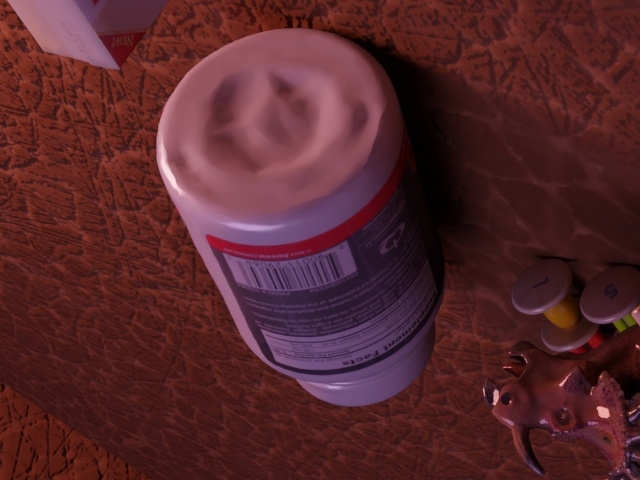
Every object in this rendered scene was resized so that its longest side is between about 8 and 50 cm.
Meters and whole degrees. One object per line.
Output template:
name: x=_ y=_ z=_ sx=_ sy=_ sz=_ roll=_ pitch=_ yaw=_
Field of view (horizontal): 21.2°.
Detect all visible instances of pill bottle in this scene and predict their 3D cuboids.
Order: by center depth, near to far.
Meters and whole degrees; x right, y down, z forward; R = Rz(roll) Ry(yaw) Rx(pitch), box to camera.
pill bottle: x=0.000 y=0.000 z=1.307 sx=0.176 sy=0.176 sz=0.318 roll=21 pitch=155 yaw=25

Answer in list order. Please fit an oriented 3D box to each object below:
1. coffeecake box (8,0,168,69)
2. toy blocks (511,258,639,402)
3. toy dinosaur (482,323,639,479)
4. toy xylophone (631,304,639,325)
coffeecake box: x=-0.122 y=-0.218 z=1.001 sx=0.068 sy=0.185 sz=0.142 roll=16 pitch=153 yaw=34
toy blocks: x=0.232 y=0.081 z=1.332 sx=0.123 sy=0.054 sz=0.148 roll=6 pitch=146 yaw=48
toy dinosaur: x=0.276 y=0.099 z=1.120 sx=0.296 sy=0.200 sz=0.127 roll=7 pitch=147 yaw=46
toy xylophone: x=0.304 y=0.058 z=0.973 sx=0.322 sy=0.081 sz=0.236 roll=59 pitch=151 yaw=4
